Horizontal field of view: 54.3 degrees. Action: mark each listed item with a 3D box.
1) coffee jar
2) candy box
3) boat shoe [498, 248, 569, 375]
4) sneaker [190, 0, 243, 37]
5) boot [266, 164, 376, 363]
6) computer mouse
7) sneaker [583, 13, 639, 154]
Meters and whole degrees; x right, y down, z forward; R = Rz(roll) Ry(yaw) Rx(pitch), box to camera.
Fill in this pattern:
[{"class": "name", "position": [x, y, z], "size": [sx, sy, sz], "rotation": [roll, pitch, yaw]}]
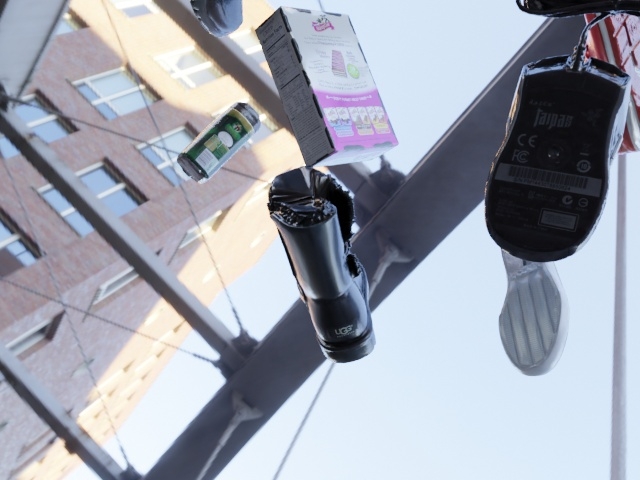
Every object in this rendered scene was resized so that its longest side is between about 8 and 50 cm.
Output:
[{"class": "coffee jar", "position": [-0.208, -0.207, 1.298], "size": [0.079, 0.184, 0.096], "rotation": [47, -22, -15]}, {"class": "candy box", "position": [0.012, -0.236, 0.966], "size": [0.071, 0.159, 0.233], "rotation": [-25, -98, 43]}, {"class": "boat shoe", "position": [0.271, 0.076, 0.764], "size": [0.083, 0.226, 0.076], "rotation": [-22, -53, 35]}, {"class": "sneaker", "position": [-0.121, -0.428, 0.868], "size": [0.140, 0.125, 0.341], "rotation": [0, -32, -3]}, {"class": "boot", "position": [0.000, 0.000, 0.761], "size": [0.094, 0.246, 0.207], "rotation": [-15, -63, 0]}, {"class": "computer mouse", "position": [0.247, -0.100, 0.531], "size": [0.184, 0.060, 0.262], "rotation": [8, -99, 22]}, {"class": "sneaker", "position": [0.322, -0.193, 0.760], "size": [0.128, 0.087, 0.221], "rotation": [-3, -58, 47]}]
